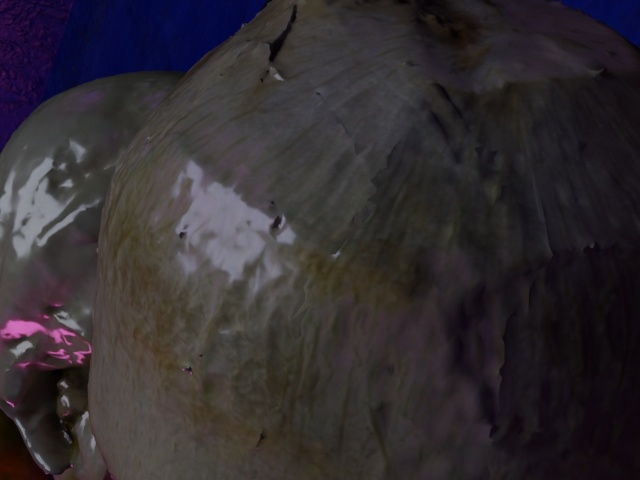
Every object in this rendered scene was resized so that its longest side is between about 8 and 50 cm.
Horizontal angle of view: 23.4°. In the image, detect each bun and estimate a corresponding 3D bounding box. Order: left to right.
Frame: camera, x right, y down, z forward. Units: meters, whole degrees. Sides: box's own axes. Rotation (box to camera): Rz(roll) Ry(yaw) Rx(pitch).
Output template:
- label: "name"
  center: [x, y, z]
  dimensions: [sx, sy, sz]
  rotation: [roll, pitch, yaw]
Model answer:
- label: "bun"
  center: [-0.100, 0.071, 0.982]
  dimensions: [0.361, 0.213, 0.361]
  rotation: [36, 138, 42]

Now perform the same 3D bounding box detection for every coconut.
- label: "coconut"
  center: [0.050, 0.015, 0.678]
  dimensions: [0.297, 0.297, 0.255]
  rotation: [-109, 35, -58]

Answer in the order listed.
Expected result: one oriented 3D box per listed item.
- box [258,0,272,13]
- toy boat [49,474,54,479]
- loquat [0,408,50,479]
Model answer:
- label: "box"
  center: [-0.035, -0.159, 1.409]
  dimensions: [0.201, 0.042, 0.213]
  rotation: [144, 138, -64]
- label: "toy boat"
  center: [-0.192, 0.184, 1.330]
  dimensions: [0.392, 0.079, 0.136]
  rotation: [97, 169, -55]
- label: "loquat"
  center: [-0.392, 0.264, 1.740]
  dimensions: [0.275, 0.274, 0.275]
  rotation: [-165, 90, -71]
